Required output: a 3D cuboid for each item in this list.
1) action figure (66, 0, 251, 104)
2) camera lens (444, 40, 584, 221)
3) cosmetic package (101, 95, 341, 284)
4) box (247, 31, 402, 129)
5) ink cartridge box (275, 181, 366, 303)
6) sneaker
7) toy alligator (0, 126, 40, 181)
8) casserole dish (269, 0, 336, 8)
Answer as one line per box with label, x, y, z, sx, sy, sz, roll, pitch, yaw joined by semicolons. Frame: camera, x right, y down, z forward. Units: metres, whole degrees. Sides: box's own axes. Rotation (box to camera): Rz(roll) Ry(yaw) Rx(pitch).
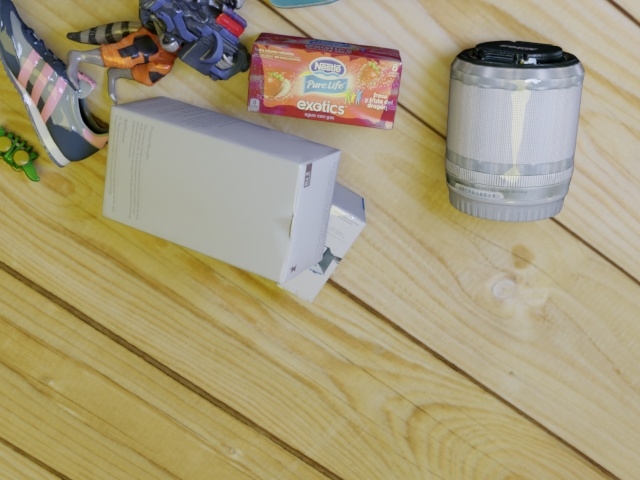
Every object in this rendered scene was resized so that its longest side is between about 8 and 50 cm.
action figure;-0.268;-0.361;1.467;0.330;0.341;0.179;-28;74;7
camera lens;0.325;-0.192;1.517;0.219;0.219;0.274;1;111;2
cosmetic package;-0.176;-0.097;1.535;0.385;0.156;0.217;20;113;20
box;0.007;-0.279;1.545;0.256;0.128;0.123;7;111;0
ink cartridge box;0.000;0.000;1.649;0.082;0.140;0.191;29;110;-11
sneaker;-0.473;-0.294;1.577;0.131;0.112;0.319;-20;116;3
toy alligator;-0.588;-0.184;1.651;0.189;0.056;0.051;39;66;-11
casserole dish;-0.036;-0.436;1.480;0.188;0.037;0.114;4;137;37
